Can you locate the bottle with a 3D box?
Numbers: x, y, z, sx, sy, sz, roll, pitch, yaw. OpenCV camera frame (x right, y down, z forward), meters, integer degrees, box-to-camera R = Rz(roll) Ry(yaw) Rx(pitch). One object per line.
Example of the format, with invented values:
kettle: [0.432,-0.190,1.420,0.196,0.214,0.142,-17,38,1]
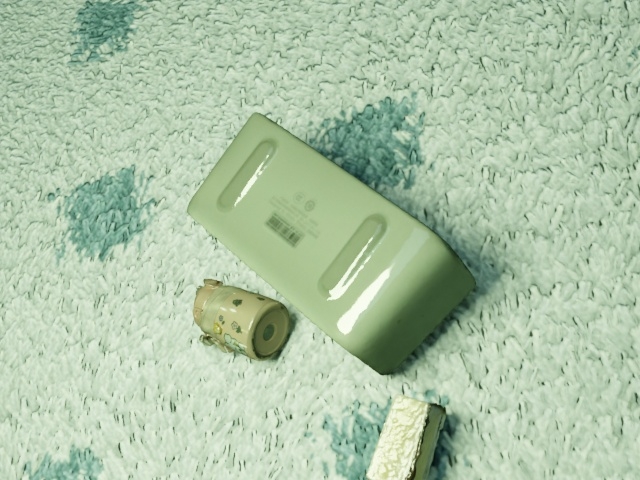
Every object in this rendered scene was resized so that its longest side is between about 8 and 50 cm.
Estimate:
bottle: [-0.128,0.113,1.179,0.152,0.099,0.099,16,70,34]

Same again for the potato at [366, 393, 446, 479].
potato: [0.109,0.253,1.001,0.061,0.086,0.122,13,75,26]

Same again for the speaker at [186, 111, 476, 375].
speaker: [0.000,0.000,1.134,0.406,0.183,0.184,38,87,35]
